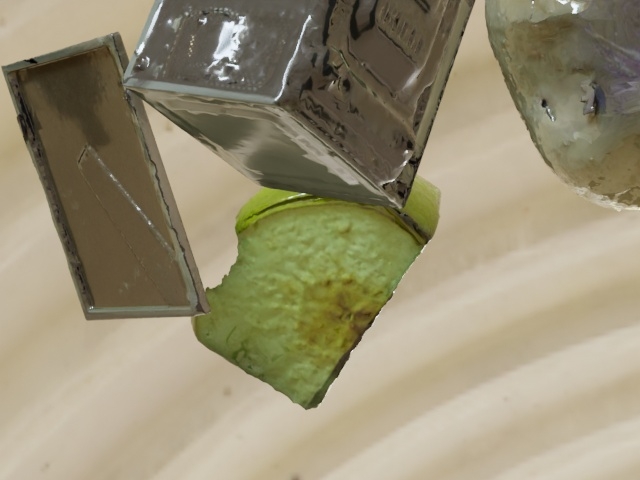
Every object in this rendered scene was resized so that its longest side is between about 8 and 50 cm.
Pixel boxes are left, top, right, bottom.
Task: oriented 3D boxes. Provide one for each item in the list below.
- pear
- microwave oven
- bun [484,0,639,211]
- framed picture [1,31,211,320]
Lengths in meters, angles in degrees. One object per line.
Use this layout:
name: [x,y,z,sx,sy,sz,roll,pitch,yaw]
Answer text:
pear: [0.000,0.000,1.636,0.176,0.282,0.286,32,-64,-2]
microwave oven: [0.011,-0.204,1.260,0.181,0.295,0.237,11,-15,34]
bun: [0.249,-0.153,1.068,0.273,0.273,0.168,-9,-3,10]
framed picture: [-0.214,-0.053,1.499,0.209,0.019,0.281,-3,-73,48]
